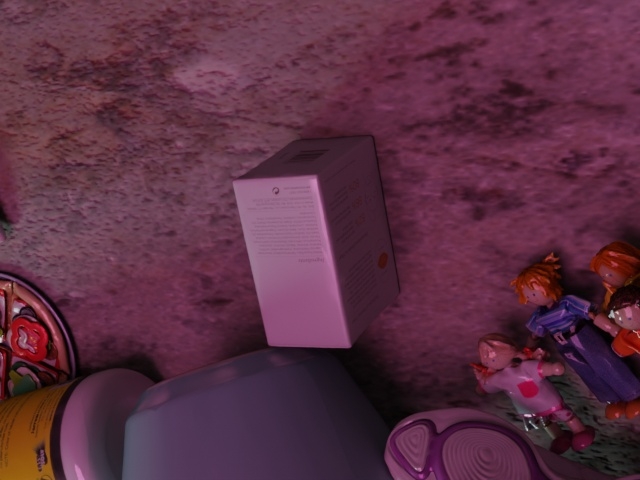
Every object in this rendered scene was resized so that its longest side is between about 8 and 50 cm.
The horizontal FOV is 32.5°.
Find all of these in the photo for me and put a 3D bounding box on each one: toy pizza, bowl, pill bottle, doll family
[{"bbox_3d":[-0.394,0.135,1.376,0.201,0.032,0.201,11,115,23],"label":"toy pizza"},{"bbox_3d":[-0.073,0.204,1.106,0.311,0.311,0.163,-23,80,33],"label":"bowl"},{"bbox_3d":[-0.340,0.276,1.305,0.333,0.188,0.188,-19,102,29],"label":"pill bottle"},{"bbox_3d":[0.252,0.084,0.986,0.163,0.118,0.263,51,142,-8],"label":"doll family"}]

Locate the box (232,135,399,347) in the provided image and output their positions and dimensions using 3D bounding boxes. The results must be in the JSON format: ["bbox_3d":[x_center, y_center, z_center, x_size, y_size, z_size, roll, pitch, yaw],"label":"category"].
[{"bbox_3d":[0.000,0.000,1.053,0.091,0.130,0.171,-1,110,27],"label":"box"}]

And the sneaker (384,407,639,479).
[{"bbox_3d":[0.201,0.252,1.012,0.305,0.114,0.152,19,155,10],"label":"sneaker"}]

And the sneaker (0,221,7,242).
[{"bbox_3d":[-0.470,0.013,1.343,0.212,0.080,0.094,-25,109,32],"label":"sneaker"}]
